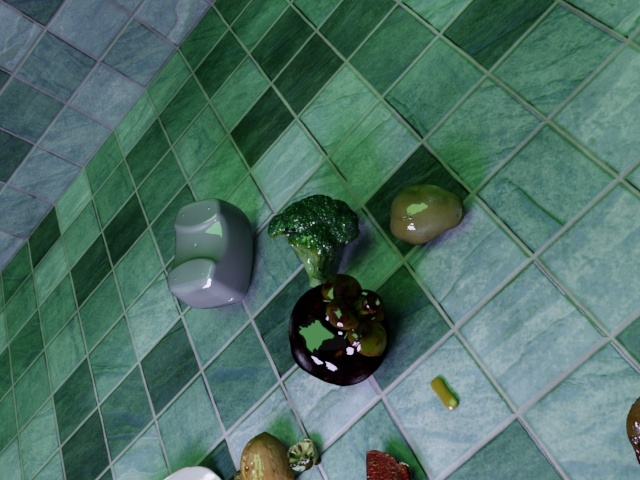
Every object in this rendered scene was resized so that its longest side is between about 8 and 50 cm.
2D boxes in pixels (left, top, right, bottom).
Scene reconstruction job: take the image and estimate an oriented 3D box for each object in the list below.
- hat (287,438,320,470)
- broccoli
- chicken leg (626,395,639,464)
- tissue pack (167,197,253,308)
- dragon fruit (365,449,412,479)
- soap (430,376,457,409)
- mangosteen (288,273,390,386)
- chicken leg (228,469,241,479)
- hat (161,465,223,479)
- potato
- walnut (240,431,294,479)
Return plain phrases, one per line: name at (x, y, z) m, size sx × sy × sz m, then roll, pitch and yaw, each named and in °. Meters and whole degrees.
hat at (-0.041, 0.558, 1.647) m, size 0.077 × 0.059 × 0.076 m, roll -28°, pitch 31°, yaw 6°
broccoli at (0.000, 0.000, 1.791) m, size 0.254 × 0.269 × 0.269 m, roll 24°, pitch 87°, yaw 50°
chicken leg at (0.607, 0.346, 1.077) m, size 0.177 × 0.083 × 0.322 m, roll -30°, pitch 77°, yaw 48°
tissue pack at (-0.335, 0.052, 2.044) m, size 0.229 × 0.236 × 0.333 m, roll -13°, pitch 62°, yaw 27°
dragon fruit at (0.162, 0.563, 1.459) m, size 0.106 × 0.083 × 0.162 m, roll -15°, pitch 41°, yaw 16°
soap at (0.286, 0.355, 1.488) m, size 0.034 × 0.012 × 0.089 m, roll -49°, pitch 46°, yaw 12°
mangosteen at (0.064, 0.222, 1.606) m, size 0.288 × 0.233 × 0.287 m, roll -27°, pitch 47°, yaw 33°
chicken leg at (-0.198, 0.714, 1.711) m, size 0.125 × 0.080 × 0.196 m, roll -53°, pitch 37°, yaw -5°
hat at (-0.389, 0.784, 1.812) m, size 0.301 × 0.168 × 0.258 m, roll -42°, pitch 67°, yaw -13°
potato at (0.270, -0.067, 1.628) m, size 0.194 × 0.157 × 0.157 m, roll -3°, pitch 68°, yaw 27°
walnut at (-0.144, 0.591, 1.672) m, size 0.144 × 0.144 × 0.180 m, roll -27°, pitch 60°, yaw 30°
